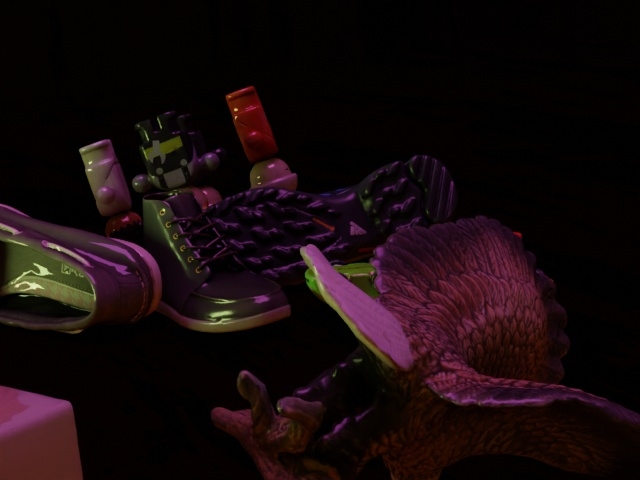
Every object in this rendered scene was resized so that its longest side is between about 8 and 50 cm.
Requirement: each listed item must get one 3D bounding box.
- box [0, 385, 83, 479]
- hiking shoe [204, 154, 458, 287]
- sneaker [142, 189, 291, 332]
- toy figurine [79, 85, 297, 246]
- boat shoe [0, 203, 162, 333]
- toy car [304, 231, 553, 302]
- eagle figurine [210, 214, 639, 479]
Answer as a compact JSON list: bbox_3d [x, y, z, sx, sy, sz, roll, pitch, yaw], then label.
[{"bbox_3d":[-0.282,0.178,0.768,0.148,0.121,0.311,5,16,36],"label":"box"},{"bbox_3d":[0.000,0.000,1.566,0.304,0.113,0.132,-11,-17,-4],"label":"hiking shoe"},{"bbox_3d":[-0.115,0.018,1.417,0.083,0.118,0.222,-14,17,-38],"label":"sneaker"},{"bbox_3d":[-0.158,-0.075,1.707,0.213,0.148,0.209,-16,6,44],"label":"toy figurine"},{"bbox_3d":[-0.318,0.027,1.456,0.335,0.112,0.095,7,12,28],"label":"boat shoe"},{"bbox_3d":[0.098,0.043,1.393,0.225,0.053,0.239,-4,12,-1],"label":"toy car"},{"bbox_3d":[0.093,0.096,0.884,0.298,0.226,0.225,-15,-4,-21],"label":"eagle figurine"}]
